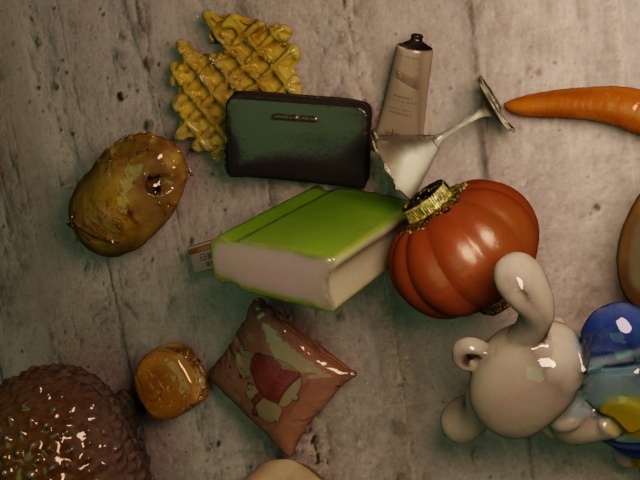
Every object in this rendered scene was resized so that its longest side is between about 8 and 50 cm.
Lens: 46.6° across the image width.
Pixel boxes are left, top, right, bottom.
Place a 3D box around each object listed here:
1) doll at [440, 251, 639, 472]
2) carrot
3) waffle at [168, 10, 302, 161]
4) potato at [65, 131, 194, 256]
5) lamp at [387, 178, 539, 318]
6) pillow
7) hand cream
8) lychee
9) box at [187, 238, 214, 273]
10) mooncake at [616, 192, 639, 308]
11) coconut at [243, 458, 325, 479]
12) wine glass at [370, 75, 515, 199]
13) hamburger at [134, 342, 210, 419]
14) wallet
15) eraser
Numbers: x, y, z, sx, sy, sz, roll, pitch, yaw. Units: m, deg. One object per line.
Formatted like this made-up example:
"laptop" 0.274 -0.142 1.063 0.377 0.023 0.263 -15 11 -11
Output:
"doll" 0.355 0.187 0.993 0.365 0.376 0.187 14 66 6
"carrot" 0.383 -0.178 0.999 0.271 0.066 0.062 21 67 25
"waffle" -0.148 -0.254 1.255 0.261 0.056 0.250 11 108 20
"potato" -0.353 -0.077 1.354 0.300 0.140 0.173 -37 79 33
"lamp" 0.199 0.012 1.042 0.223 0.223 0.197 -32 100 29
"pillow" -0.077 0.241 1.315 0.223 0.084 0.236 42 120 12
"hand cream" 0.130 -0.219 1.124 0.087 0.054 0.186 17 117 20
"lychee" -0.521 0.437 1.424 0.380 0.432 0.380 33 145 28
"box" -0.138 0.010 1.319 0.218 0.039 0.055 -14 94 29
"mooncake" 0.495 0.012 0.946 0.234 0.117 0.235 8 106 29
"coconut" -0.076 0.508 1.297 0.241 0.241 0.241 6 104 26
"wine glass" 0.178 -0.148 1.067 0.182 0.122 0.122 -29 87 19
"hamburger" -0.290 0.271 1.435 0.147 0.083 0.138 -33 81 26
"wallet" -0.041 -0.162 1.187 0.250 0.044 0.149 8 115 11
"eraser" 0.000 0.000 1.117 0.210 0.274 0.092 11 115 27
